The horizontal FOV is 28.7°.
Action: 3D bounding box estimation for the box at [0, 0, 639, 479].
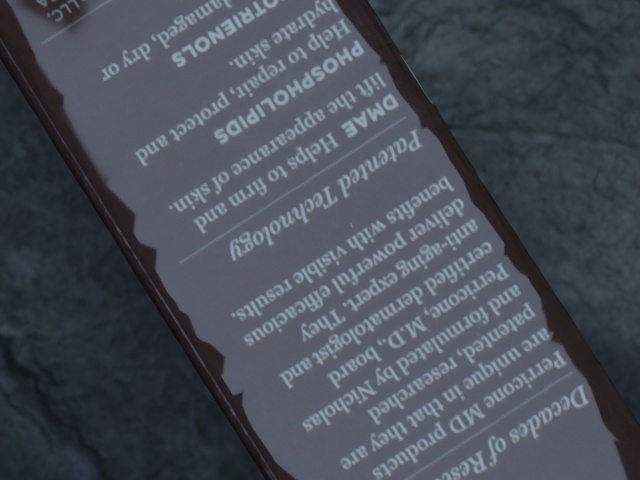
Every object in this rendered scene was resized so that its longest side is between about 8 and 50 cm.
[{"bbox_3d":[0.000,0.000,0.555,0.143,0.191,0.381,-31,88,0],"label":"box"}]
